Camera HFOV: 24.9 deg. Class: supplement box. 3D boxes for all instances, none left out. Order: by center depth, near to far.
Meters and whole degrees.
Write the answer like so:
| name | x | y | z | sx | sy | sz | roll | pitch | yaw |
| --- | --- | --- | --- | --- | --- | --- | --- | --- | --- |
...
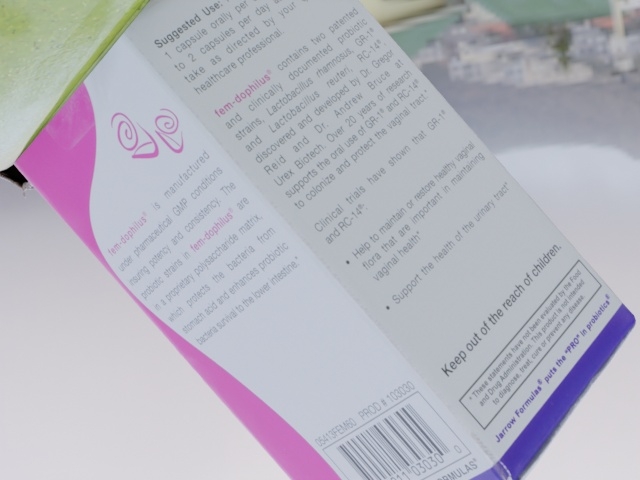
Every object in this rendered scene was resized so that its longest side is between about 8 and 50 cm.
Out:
| name | x | y | z | sx | sy | sz | roll | pitch | yaw |
| --- | --- | --- | --- | --- | --- | --- | --- | --- | --- |
| supplement box | 0.000 | 0.000 | 0.583 | 0.114 | 0.220 | 0.111 | -44 | -177 | -40 |

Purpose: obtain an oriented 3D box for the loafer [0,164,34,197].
| name | x | y | z | sx | sy | sz | roll | pitch | yaw |
| --- | --- | --- | --- | --- | --- | --- | --- | --- | --- |
| loafer | -0.323 | -0.133 | 1.220 | 0.366 | 0.133 | 0.130 | 16 | -145 | 31 |

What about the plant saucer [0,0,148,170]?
| name | x | y | z | sx | sy | sz | roll | pitch | yaw |
| --- | --- | --- | --- | --- | --- | --- | --- | --- | --- |
| plant saucer | -0.045 | -0.102 | 0.415 | 0.241 | 0.037 | 0.241 | -48 | -170 | 12 |
